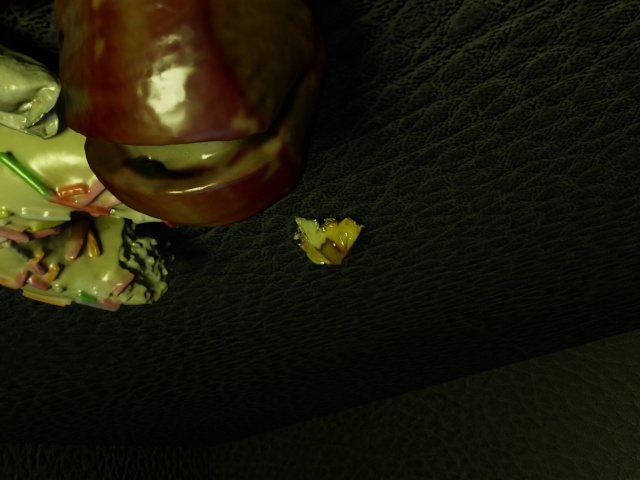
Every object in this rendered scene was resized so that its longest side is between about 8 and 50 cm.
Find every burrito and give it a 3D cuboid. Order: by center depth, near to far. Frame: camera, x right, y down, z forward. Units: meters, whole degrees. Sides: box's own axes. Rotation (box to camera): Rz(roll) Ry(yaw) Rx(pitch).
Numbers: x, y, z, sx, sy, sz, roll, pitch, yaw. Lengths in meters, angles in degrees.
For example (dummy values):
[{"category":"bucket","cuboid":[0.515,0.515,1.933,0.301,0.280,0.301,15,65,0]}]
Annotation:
[{"category":"burrito","cuboid":[-0.319,-0.154,0.479,0.225,0.060,0.087,25,106,-23]}]

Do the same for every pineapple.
[{"category":"pineapple","cuboid":[0.000,0.000,0.942,0.114,0.077,0.114,28,134,-31]}]

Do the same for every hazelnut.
[{"category":"hazelnut","cuboid":[-0.103,-0.139,0.471,0.217,0.217,0.252,-9,125,0]}]

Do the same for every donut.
[{"category":"donut","cuboid":[-0.262,-0.043,0.676,0.307,0.150,0.371,15,145,-32]}]

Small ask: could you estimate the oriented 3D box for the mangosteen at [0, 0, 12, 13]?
[{"category":"mangosteen","cuboid":[-0.269,-0.199,0.442,0.080,0.081,0.081,-7,154,-3]}]
